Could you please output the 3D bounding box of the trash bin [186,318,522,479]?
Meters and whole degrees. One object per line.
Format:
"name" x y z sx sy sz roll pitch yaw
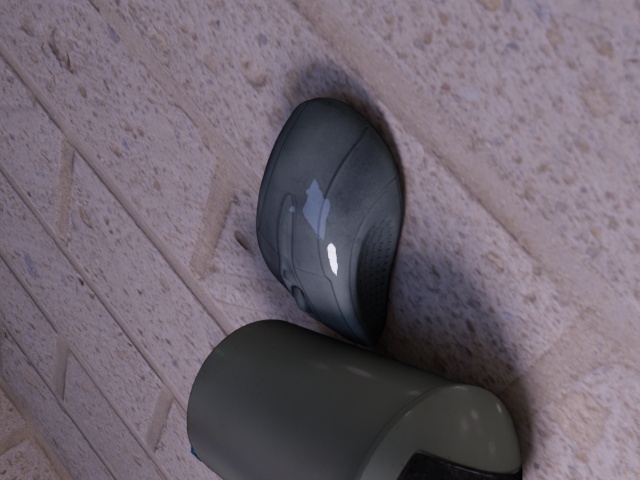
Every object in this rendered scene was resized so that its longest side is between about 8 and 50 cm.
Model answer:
"trash bin" 0.043 0.270 1.157 0.432 0.280 0.281 18 130 50

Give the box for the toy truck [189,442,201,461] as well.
"toy truck" -0.140 0.300 1.532 0.067 0.175 0.081 34 135 34

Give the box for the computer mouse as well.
"computer mouse" 0.000 0.000 1.140 0.188 0.121 0.371 35 145 33
